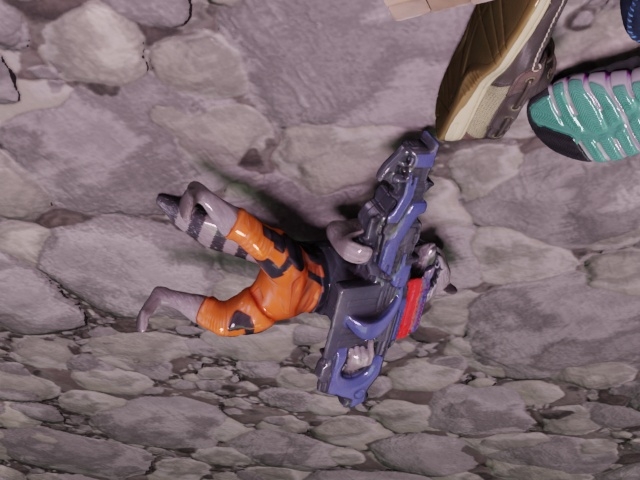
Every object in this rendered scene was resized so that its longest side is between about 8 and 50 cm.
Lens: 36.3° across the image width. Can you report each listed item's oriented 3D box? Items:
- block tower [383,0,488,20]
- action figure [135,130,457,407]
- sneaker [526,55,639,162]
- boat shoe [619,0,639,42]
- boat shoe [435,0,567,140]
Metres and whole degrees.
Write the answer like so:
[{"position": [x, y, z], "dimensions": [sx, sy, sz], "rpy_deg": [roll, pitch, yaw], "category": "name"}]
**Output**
[{"position": [0.039, -0.277, 0.595], "dimensions": [0.091, 0.097, 0.335], "rpy_deg": [-9, 147, 21], "category": "block tower"}, {"position": [0.000, 0.000, 1.040], "dimensions": [0.330, 0.178, 0.341], "rpy_deg": [9, 121, -21], "category": "action figure"}, {"position": [0.283, -0.128, 0.831], "dimensions": [0.224, 0.098, 0.083], "rpy_deg": [-4, 120, 54], "category": "sneaker"}, {"position": [0.278, -0.217, 0.668], "dimensions": [0.109, 0.089, 0.258], "rpy_deg": [7, 148, -5], "category": "boat shoe"}, {"position": [0.158, -0.152, 0.804], "dimensions": [0.073, 0.080, 0.223], "rpy_deg": [5, 154, -12], "category": "boat shoe"}]
